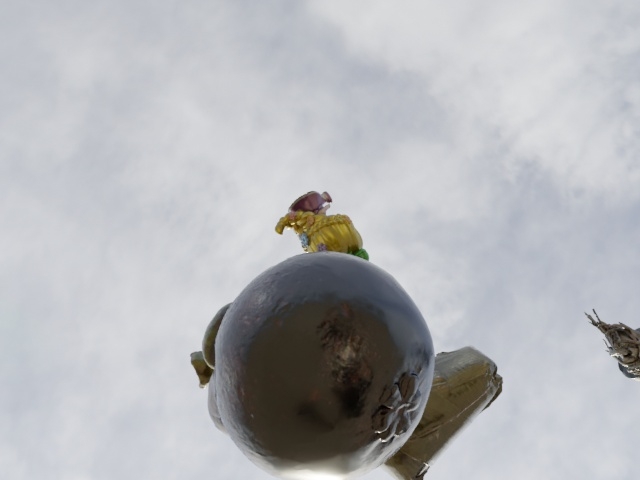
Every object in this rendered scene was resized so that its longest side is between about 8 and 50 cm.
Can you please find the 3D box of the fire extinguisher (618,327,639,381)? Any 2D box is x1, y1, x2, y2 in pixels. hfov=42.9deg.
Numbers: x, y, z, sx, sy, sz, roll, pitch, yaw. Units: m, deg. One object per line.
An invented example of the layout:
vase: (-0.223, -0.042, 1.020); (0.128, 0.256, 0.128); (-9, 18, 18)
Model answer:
fire extinguisher: (0.675, 0.247, 1.403); (0.311, 0.114, 0.095); (20, -59, -12)

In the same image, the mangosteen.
mangosteen: (-0.003, 0.152, 1.042); (0.296, 0.313, 0.297); (-5, -72, -16)

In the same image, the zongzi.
zongzi: (0.145, 0.242, 1.400); (0.274, 0.145, 0.300); (-44, -64, -5)

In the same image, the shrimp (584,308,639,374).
shrimp: (0.442, 0.155, 1.156); (0.165, 0.065, 0.057); (31, -64, 13)

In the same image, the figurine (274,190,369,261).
figurine: (0.000, 0.000, 1.311); (0.114, 0.095, 0.156); (-24, -113, -26)
